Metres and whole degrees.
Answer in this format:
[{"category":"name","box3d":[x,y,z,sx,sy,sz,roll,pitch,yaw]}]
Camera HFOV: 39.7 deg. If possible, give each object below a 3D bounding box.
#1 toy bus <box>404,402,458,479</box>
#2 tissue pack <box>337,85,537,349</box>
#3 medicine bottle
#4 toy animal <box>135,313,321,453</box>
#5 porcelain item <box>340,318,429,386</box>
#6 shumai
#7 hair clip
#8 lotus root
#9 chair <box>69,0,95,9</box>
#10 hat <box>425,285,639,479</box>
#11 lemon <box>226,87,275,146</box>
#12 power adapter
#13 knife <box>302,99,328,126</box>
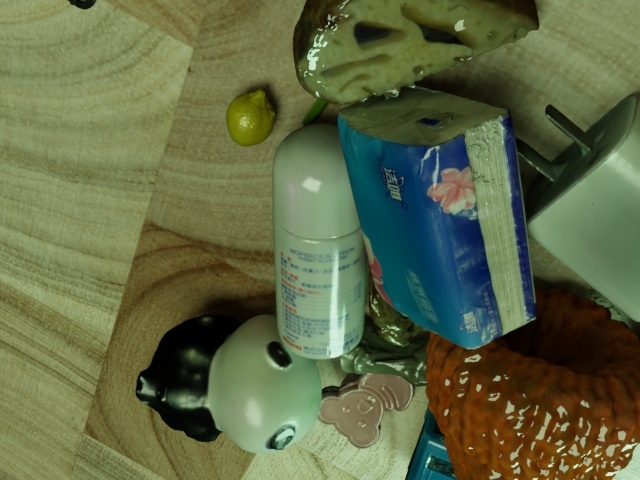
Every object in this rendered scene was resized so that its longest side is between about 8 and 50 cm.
[{"category":"toy bus","box3d":[0.194,0.354,1.387,0.114,0.134,0.246,20,131,11]},{"category":"tissue pack","box3d":[0.131,-0.029,1.029,0.209,0.137,0.269,29,140,51]},{"category":"medicine bottle","box3d":[0.000,0.000,1.198,0.130,0.130,0.341,13,132,16]},{"category":"toy animal","box3d":[-0.119,0.217,1.376,0.267,0.212,0.212,5,128,27]},{"category":"porcelain item","box3d":[0.139,0.176,1.305,0.216,0.081,0.069,10,137,18]},{"category":"shumai","box3d":[0.115,0.063,1.207,0.105,0.123,0.139,-37,95,32]},{"category":"hair clip","box3d":[0.076,0.247,1.380,0.138,0.102,0.123,-29,113,39]},{"category":"lotus root","box3d":[0.081,-0.238,0.958,0.261,0.074,0.170,-20,141,29]},{"category":"chair","box3d":[-0.307,-0.367,1.071,0.106,0.113,0.229,38,129,-4]},{"category":"hat","box3d":[0.272,0.263,1.183,0.285,0.285,0.400,15,129,15]},{"category":"lemon","box3d":[-0.091,-0.161,1.161,0.065,0.065,0.092,29,133,2]},{"category":"power adapter","box3d":[0.332,-0.052,1.004,0.255,0.124,0.187,38,132,-5]},{"category":"knife","box3d":[0.026,-0.201,1.099,0.026,0.022,0.184,55,134,14]}]
